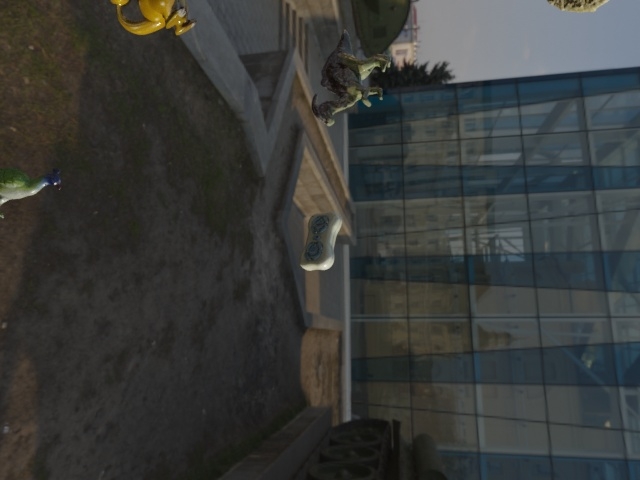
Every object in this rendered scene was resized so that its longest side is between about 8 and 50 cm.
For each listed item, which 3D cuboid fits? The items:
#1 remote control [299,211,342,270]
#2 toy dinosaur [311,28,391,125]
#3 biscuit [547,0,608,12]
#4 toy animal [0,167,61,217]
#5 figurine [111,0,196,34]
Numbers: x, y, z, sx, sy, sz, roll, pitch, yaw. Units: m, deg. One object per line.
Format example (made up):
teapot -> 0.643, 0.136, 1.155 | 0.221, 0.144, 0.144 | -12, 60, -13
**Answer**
remote control -> 0.000, 0.000, 0.874 | 0.032, 0.075, 0.122 | 39, 54, -45
toy dinosaur -> 0.076, -0.392, 1.071 | 0.077, 0.162, 0.293 | 85, 18, -54
biscuit -> 0.278, -0.323, 0.472 | 0.152, 0.020, 0.151 | 158, -90, -78
toy animal -> -0.498, -0.073, 0.662 | 0.041, 0.217, 0.074 | 80, 10, -67
figurine -> -0.285, -0.416, 0.713 | 0.121, 0.123, 0.175 | -79, 153, -78
